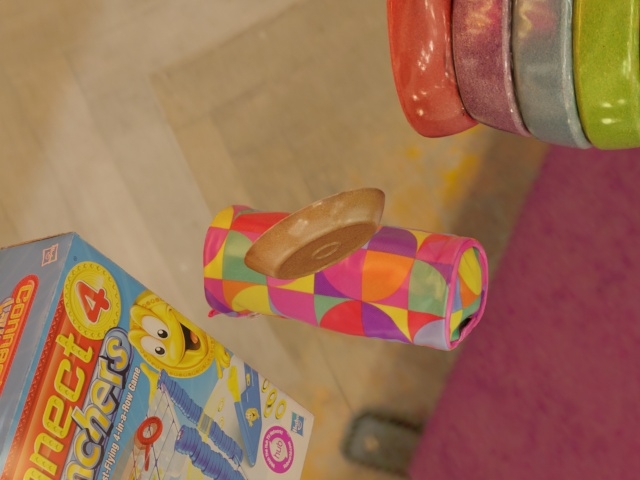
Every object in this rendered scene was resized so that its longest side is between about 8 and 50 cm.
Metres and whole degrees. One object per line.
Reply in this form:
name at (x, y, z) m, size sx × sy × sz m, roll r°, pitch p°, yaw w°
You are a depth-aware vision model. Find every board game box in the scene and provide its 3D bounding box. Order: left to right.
board game box at (-0.156, 0.202, 1.439) m, size 0.086 × 0.308 × 0.302 m, roll -12°, pitch 142°, yaw 37°

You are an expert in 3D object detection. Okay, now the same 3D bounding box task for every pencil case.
pencil case at (0.018, 0.030, 1.557) m, size 0.236 × 0.104 × 0.104 m, roll 8°, pitch 121°, yaw 25°

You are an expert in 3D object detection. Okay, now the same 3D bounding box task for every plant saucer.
plant saucer at (0.000, 0.000, 1.009) m, size 0.083 × 0.015 × 0.083 m, roll -25°, pitch 163°, yaw -8°

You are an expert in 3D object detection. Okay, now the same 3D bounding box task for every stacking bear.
stacking bear at (0.197, -0.131, 1.055) m, size 0.289 × 0.175 × 0.164 m, roll 3°, pitch 81°, yaw 20°
